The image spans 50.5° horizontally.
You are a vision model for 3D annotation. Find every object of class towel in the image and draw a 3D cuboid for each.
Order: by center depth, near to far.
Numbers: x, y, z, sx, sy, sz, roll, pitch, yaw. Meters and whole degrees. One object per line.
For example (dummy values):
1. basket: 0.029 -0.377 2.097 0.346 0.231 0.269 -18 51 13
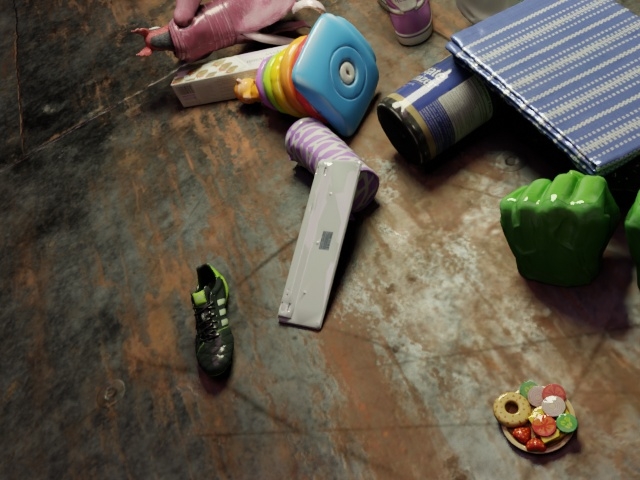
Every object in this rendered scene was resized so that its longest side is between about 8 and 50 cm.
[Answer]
1. towel: 0.360 -0.236 0.934 0.243 0.040 0.336 -28 53 -8

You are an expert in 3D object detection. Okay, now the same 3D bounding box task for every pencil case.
1. pencil case: 0.012 -0.124 1.103 0.088 0.086 0.206 -59 41 17

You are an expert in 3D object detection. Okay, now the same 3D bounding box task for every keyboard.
1. keyboard: 0.000 0.000 0.989 0.072 0.014 0.256 9 76 24

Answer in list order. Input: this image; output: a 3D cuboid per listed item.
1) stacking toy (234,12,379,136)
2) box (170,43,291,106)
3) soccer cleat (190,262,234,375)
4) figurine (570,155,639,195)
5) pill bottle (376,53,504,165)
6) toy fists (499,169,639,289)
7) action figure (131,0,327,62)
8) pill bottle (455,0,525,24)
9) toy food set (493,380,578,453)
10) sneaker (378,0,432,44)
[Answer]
1. stacking toy: -0.056 -0.290 1.254 0.302 0.175 0.165 3 62 46
2. box: -0.147 -0.337 1.378 0.324 0.067 0.063 -6 49 22
3. soccer cleat: -0.163 0.112 0.982 0.060 0.072 0.179 -19 46 9
4. figurine: 0.478 -0.121 0.888 0.209 0.092 0.215 32 69 33
5. pill bottle: 0.209 -0.224 1.069 0.219 0.122 0.123 -35 45 -7
6. toy fists: 0.353 -0.012 0.800 0.279 0.142 0.096 10 56 31
7. action figure: -0.200 -0.435 1.402 0.370 0.248 0.275 -24 65 -10
8. pill bottle: 0.359 -0.511 1.241 0.136 0.136 0.245 19 61 36
9. toy food set: 0.241 0.196 0.755 0.083 0.020 0.083 -28 45 1
10. sneaker: 0.154 -0.527 1.337 0.102 0.161 0.282 -22 44 9
